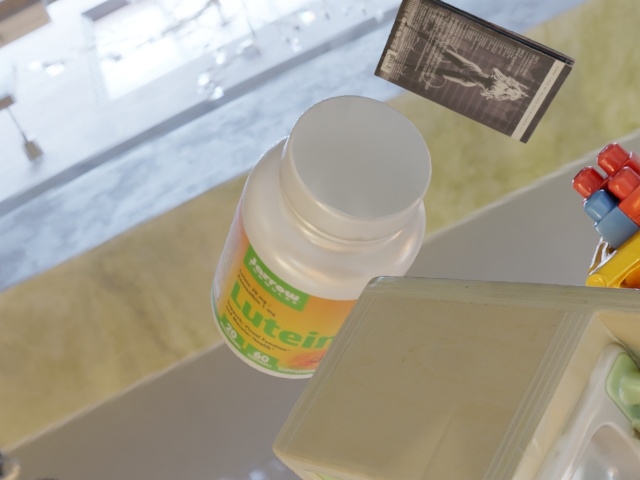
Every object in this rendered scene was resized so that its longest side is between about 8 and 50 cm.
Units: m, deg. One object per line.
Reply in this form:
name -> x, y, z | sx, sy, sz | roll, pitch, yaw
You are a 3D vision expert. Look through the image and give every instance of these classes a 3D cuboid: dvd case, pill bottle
dvd case -> 0.188, -0.218, 1.494 | 0.221, 0.164, 0.018 | 25, -123, 2
pill bottle -> 0.000, 0.000, 0.903 | 0.136, 0.136, 0.246 | -43, 169, -29

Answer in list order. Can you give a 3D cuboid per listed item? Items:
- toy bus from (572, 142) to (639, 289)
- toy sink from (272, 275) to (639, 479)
toy bus -> 0.325, -0.011, 1.002 | 0.220, 0.211, 0.149 | -43, 180, 27
toy sink -> 0.115, 0.118, 0.610 | 0.234, 0.153, 0.131 | 2, -127, 50
